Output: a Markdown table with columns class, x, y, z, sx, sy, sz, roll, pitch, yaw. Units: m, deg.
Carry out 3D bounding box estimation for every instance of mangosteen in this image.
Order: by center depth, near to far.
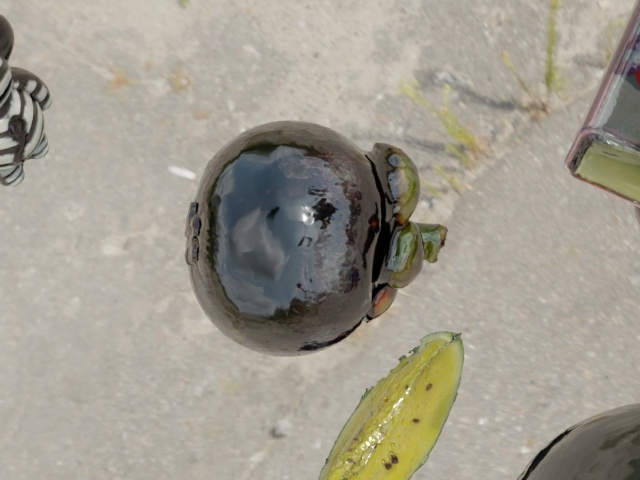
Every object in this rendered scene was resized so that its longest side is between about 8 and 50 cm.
| class | x | y | z | sx | sy | sz | roll | pitch | yaw |
| --- | --- | --- | --- | --- | --- | --- | --- | --- | --- |
| mangosteen | 0.000 | 0.000 | 1.362 | 0.302 | 0.275 | 0.275 | 0 | 76 | -17 |

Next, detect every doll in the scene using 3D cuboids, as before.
| class | x | y | z | sx | sy | sz | roll | pitch | yaw |
| --- | --- | --- | --- | --- | --- | --- | --- | --- | --- |
| doll | -0.240 | -0.104 | 0.844 | 0.067 | 0.219 | 0.091 | 37 | 74 | 15 |

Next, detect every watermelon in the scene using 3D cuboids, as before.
| class | x | y | z | sx | sy | sz | roll | pitch | yaw |
| --- | --- | --- | --- | --- | --- | --- | --- | --- | --- |
| watermelon | 0.093 | 0.248 | 1.587 | 0.123 | 0.129 | 0.301 | 35 | 75 | 10 |

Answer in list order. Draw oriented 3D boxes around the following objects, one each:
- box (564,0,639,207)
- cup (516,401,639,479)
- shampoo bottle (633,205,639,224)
| class | x | y | z | sx | sy | sz | roll | pitch | yaw |
| --- | --- | --- | --- | --- | --- | --- | --- | --- | --- |
| box | 0.266 | -0.122 | 0.865 | 0.120 | 0.069 | 0.224 | 24 | 60 | 6 |
| cup | 0.126 | 0.172 | 0.361 | 0.169 | 0.176 | 0.223 | -20 | 111 | 46 |
| shampoo bottle | 0.415 | 0.016 | 1.331 | 0.084 | 0.129 | 0.323 | -16 | 66 | -5 |
